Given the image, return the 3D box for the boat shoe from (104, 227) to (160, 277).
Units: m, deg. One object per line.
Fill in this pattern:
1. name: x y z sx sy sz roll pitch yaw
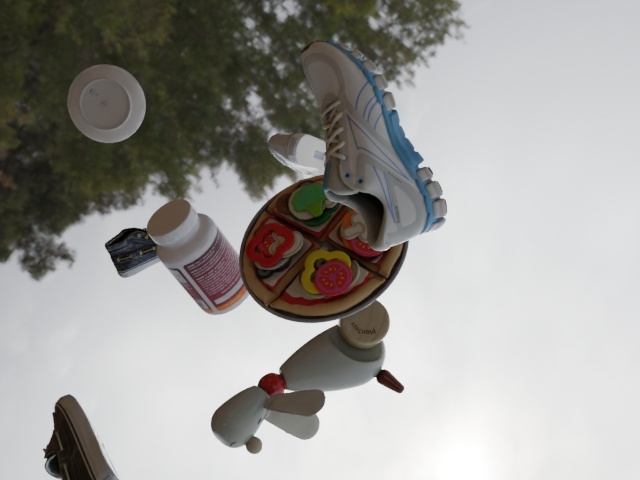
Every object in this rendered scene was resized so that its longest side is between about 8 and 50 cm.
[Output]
1. boat shoe: -0.346 0.000 1.725 0.183 0.083 0.065 -30 -150 -13

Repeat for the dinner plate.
1. dinner plate: -0.388 -0.246 1.521 0.141 0.141 0.017 -50 -172 8

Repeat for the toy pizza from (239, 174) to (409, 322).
1. toy pizza: 0.000 0.000 0.955 0.201 0.032 0.201 -9 -125 13

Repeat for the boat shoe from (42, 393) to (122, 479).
1. boat shoe: -0.496 0.419 1.676 0.119 0.121 0.335 -30 -150 -17

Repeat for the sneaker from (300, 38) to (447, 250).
1. sneaker: 0.028 -0.077 0.702 0.083 0.190 0.071 -30 179 -25

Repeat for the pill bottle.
1. pill bottle: -0.157 0.021 1.093 0.086 0.152 0.086 -19 -140 17

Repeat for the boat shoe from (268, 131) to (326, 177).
1. boat shoe: -0.021 -0.129 1.299 0.063 0.184 0.066 17 -83 25

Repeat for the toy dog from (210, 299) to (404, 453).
1. toy dog: 0.002 0.246 1.357 0.334 0.161 0.220 -40 164 -3
